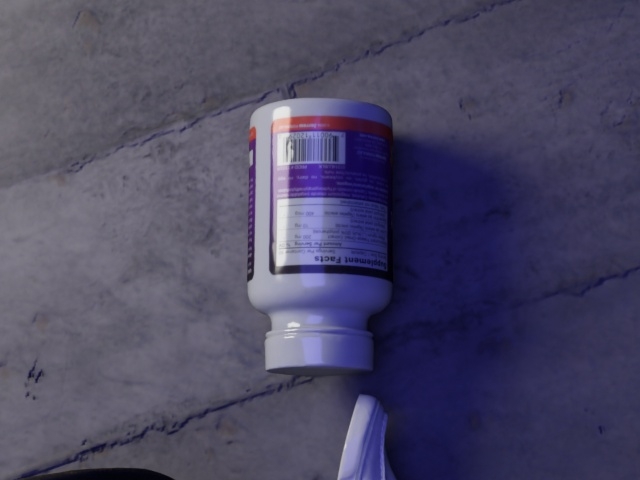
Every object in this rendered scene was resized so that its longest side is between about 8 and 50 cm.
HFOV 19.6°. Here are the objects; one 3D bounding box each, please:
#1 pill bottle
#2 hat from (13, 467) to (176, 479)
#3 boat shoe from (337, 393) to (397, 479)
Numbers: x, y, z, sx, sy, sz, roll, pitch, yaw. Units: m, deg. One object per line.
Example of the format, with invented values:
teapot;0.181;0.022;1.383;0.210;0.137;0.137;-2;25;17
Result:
pill bottle;0.000;0.000;1.363;0.108;0.108;0.194;-1;81;13
hat;-0.196;0.280;1.319;0.331;0.331;0.134;-55;35;0
boat shoe;0.040;0.206;1.344;0.063;0.066;0.184;6;81;3
